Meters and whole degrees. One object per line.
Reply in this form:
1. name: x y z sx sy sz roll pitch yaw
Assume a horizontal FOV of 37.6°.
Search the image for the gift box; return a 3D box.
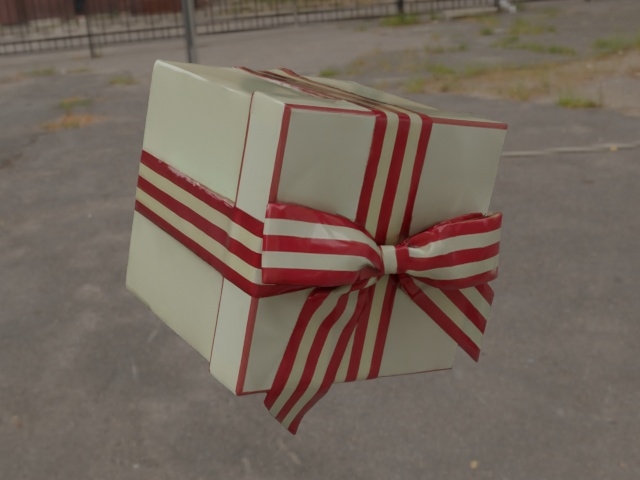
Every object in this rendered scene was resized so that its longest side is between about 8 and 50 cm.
1. gift box: 0.000 0.000 0.811 0.255 0.276 0.258 -6 20 -34
